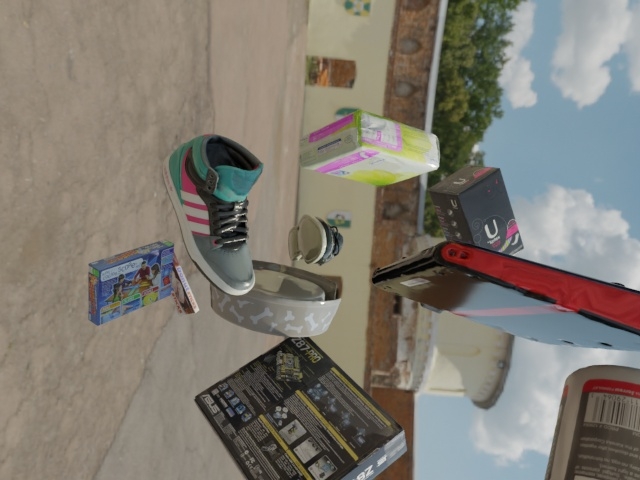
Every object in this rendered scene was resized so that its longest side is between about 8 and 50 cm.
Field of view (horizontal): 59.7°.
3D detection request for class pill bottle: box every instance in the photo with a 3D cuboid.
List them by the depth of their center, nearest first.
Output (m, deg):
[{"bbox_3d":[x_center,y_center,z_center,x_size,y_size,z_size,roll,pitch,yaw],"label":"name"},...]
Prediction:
[{"bbox_3d":[0.360,0.330,0.674,0.176,0.176,0.318,93,21,-59],"label":"pill bottle"}]

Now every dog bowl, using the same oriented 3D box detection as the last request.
[{"bbox_3d":[-0.118,0.142,1.410,0.349,0.349,0.102,-79,-178,-81],"label":"dog bowl"}]

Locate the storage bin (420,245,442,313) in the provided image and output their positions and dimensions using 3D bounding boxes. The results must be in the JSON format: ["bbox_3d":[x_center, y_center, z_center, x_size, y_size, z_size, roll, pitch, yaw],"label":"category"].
[{"bbox_3d":[0.268,0.095,1.244,0.135,0.098,0.091,-84,-161,-55],"label":"storage bin"}]

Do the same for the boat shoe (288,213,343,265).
[{"bbox_3d":[0.000,0.004,1.442,0.340,0.113,0.127,147,-60,-73],"label":"boat shoe"}]

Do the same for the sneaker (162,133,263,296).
[{"bbox_3d":[-0.158,-0.062,0.971,0.178,0.124,0.295,-32,-99,43],"label":"sneaker"}]

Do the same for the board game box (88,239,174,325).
[{"bbox_3d":[-0.409,0.087,1.217,0.201,0.035,0.136,-23,130,-53],"label":"board game box"}]

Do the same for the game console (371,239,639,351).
[{"bbox_3d":[0.273,0.081,0.809,0.386,0.342,0.060,128,-18,-79],"label":"game console"}]

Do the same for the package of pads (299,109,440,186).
[{"bbox_3d":[0.129,-0.225,1.404,0.229,0.297,0.101,-13,-106,49],"label":"package of pads"}]

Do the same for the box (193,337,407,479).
[{"bbox_3d":[-0.056,0.409,1.249,0.395,0.318,0.097,36,-31,44],"label":"box"}]

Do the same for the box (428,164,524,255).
[{"bbox_3d":[0.456,-0.063,1.629,0.143,0.165,0.270,22,-39,63],"label":"box"}]

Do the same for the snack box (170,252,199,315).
[{"bbox_3d":[-0.387,0.116,1.497,0.022,0.064,0.178,-34,106,-55],"label":"snack box"}]
